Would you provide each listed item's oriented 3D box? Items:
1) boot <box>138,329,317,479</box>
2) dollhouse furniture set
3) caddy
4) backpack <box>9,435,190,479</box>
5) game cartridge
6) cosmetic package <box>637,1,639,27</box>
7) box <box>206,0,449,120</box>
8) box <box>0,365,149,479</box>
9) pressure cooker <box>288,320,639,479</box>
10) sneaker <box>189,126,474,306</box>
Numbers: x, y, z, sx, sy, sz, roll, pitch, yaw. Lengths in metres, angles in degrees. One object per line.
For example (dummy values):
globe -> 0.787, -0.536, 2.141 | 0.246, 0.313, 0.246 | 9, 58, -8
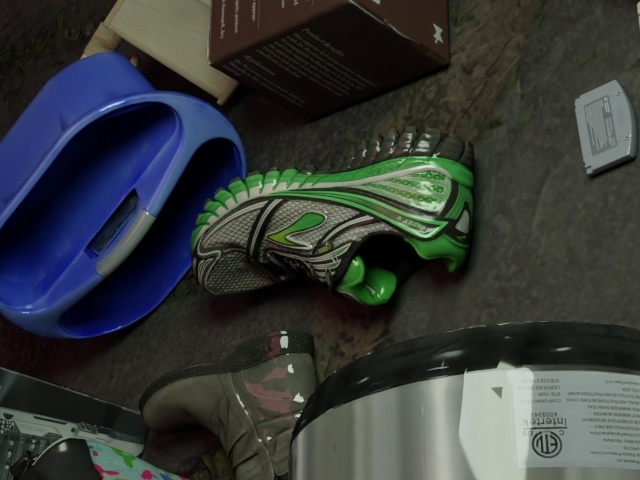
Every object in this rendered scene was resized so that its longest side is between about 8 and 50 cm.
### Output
boot -> -0.092, 0.203, 1.520 | 0.246, 0.083, 0.161 | -27, 61, 34
dollhouse furniture set -> -0.140, -0.324, 1.833 | 0.303, 0.173, 0.356 | -49, 15, 32
caddy -> -0.240, -0.041, 1.653 | 0.341, 0.241, 0.179 | -50, 41, 15
backpack -> -0.203, 0.330, 1.439 | 0.225, 0.253, 0.191 | -49, 50, 10
game cartridge -> 0.267, -0.106, 1.367 | 0.056, 0.017, 0.083 | -26, 55, 37
cosmetic package -> 0.424, -0.166, 1.146 | 0.309, 0.160, 0.113 | -21, 58, 34
box -> 0.008, -0.257, 1.567 | 0.203, 0.168, 0.167 | -18, 59, 36
box -> -0.332, 0.302, 1.579 | 0.076, 0.242, 0.308 | 6, 75, 45
pressure cooker -> 0.148, 0.307, 1.027 | 0.369, 0.375, 0.421 | -19, 57, 30
sneaker -> 0.000, 0.000, 1.484 | 0.343, 0.134, 0.146 | -19, 60, 36
